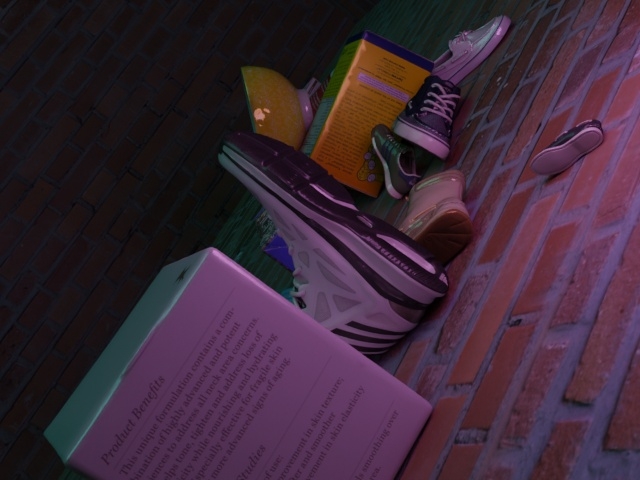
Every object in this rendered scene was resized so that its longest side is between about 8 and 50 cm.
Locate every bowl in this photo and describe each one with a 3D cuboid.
[{"bbox_3d":[-0.102,-0.324,2.323,0.156,0.289,0.289,-13,15,-3],"label":"bowl"}]

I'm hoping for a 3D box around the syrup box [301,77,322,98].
[{"bbox_3d":[0.028,-0.362,2.647,0.093,0.237,0.096,-37,21,48],"label":"syrup box"}]

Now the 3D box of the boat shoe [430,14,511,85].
[{"bbox_3d":[0.346,-0.458,2.150,0.258,0.084,0.095,-44,16,35],"label":"boat shoe"}]

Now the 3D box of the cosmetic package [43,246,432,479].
[{"bbox_3d":[-0.128,0.262,1.284,0.329,0.394,0.327,-57,14,-17],"label":"cosmetic package"}]

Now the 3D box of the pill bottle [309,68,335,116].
[{"bbox_3d":[0.068,-0.332,2.461,0.407,0.229,0.229,-48,15,23],"label":"pill bottle"}]

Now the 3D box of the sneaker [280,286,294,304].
[{"bbox_3d":[-0.099,0.225,1.870,0.319,0.127,0.208,-39,18,22],"label":"sneaker"}]

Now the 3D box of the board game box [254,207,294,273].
[{"bbox_3d":[0.000,0.000,1.855,0.141,0.232,0.291,-51,14,6],"label":"board game box"}]

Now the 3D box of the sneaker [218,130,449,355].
[{"bbox_3d":[-0.034,0.030,1.490,0.257,0.447,0.169,-55,-8,23],"label":"sneaker"}]

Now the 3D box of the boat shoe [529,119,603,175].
[{"bbox_3d":[0.373,-0.142,1.357,0.125,0.046,0.038,-38,21,40],"label":"boat shoe"}]

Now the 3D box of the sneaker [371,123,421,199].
[{"bbox_3d":[0.175,-0.191,1.981,0.086,0.064,0.192,-38,55,41],"label":"sneaker"}]

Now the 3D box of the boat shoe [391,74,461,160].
[{"bbox_3d":[0.243,-0.280,1.952,0.158,0.127,0.340,-59,12,11],"label":"boat shoe"}]

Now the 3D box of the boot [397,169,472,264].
[{"bbox_3d":[0.164,-0.006,1.610,0.262,0.095,0.203,-45,16,26],"label":"boot"}]

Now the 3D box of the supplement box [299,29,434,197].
[{"bbox_3d":[0.103,-0.308,2.204,0.356,0.195,0.194,-66,13,2],"label":"supplement box"}]
